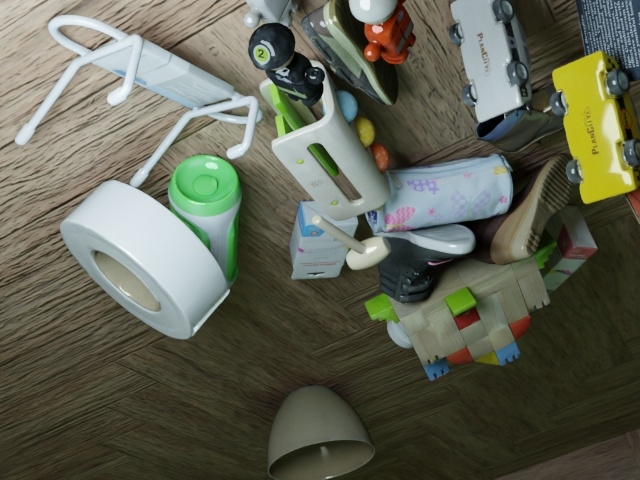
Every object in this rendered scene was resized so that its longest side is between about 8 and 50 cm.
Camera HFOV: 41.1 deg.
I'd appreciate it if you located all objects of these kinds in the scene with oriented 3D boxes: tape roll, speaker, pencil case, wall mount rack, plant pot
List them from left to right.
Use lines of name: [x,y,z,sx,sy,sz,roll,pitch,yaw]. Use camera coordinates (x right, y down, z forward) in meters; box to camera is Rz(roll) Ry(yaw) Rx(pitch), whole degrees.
wall mount rack: [-0.267,-0.184,1.244,0.350,0.131,0.304,22,161,-40]
tape roll: [-0.291,0.036,1.419,0.100,0.286,0.286,-50,157,-26]
speaker: [-0.202,-0.014,1.504,0.131,0.131,0.296,-6,146,-11]
plant pot: [-0.015,0.497,2.258,0.284,0.191,0.284,-10,147,-7]
pencil case: [0.208,-0.089,1.550,0.273,0.113,0.124,-7,121,-9]

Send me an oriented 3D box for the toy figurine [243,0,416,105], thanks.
toy figurine: [-0.002,-0.301,1.078,0.213,0.210,0.148,-22,157,13]

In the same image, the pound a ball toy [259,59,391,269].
pound a ball toy: [0.040,-0.112,1.359,0.135,0.208,0.319,-21,149,14]

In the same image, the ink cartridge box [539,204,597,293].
ink cartridge box: [0.484,0.027,1.811,0.067,0.115,0.198,3,142,-25]

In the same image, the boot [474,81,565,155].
boot: [0.358,-0.221,1.436,0.106,0.082,0.219,6,144,-31]

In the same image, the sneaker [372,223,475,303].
sneaker: [0.196,0.047,1.582,0.104,0.147,0.295,-10,-172,-25]

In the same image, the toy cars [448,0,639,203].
toy cars: [0.319,-0.210,1.186,0.087,0.394,0.176,-7,131,-41]

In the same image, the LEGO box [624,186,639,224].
LEGO box: [0.688,-0.171,1.197,0.372,0.193,0.500,-24,-168,43]

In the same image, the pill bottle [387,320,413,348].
pill bottle: [0.241,0.155,1.912,0.117,0.118,0.208,10,139,-31]

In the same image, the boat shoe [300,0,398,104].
boat shoe: [0.047,-0.273,1.265,0.073,0.080,0.223,-7,153,28]

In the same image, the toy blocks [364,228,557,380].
toy blocks: [0.318,0.155,1.743,0.381,0.191,0.261,-27,125,2]

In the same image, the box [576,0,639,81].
box: [0.519,-0.328,1.042,0.293,0.212,0.395,-13,-172,-1]

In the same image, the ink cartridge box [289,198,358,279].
ink cartridge box: [0.000,0.000,1.652,0.104,0.062,0.181,-2,144,-15]

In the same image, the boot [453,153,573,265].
boot: [0.357,-0.061,1.645,0.090,0.248,0.207,44,155,-28]
